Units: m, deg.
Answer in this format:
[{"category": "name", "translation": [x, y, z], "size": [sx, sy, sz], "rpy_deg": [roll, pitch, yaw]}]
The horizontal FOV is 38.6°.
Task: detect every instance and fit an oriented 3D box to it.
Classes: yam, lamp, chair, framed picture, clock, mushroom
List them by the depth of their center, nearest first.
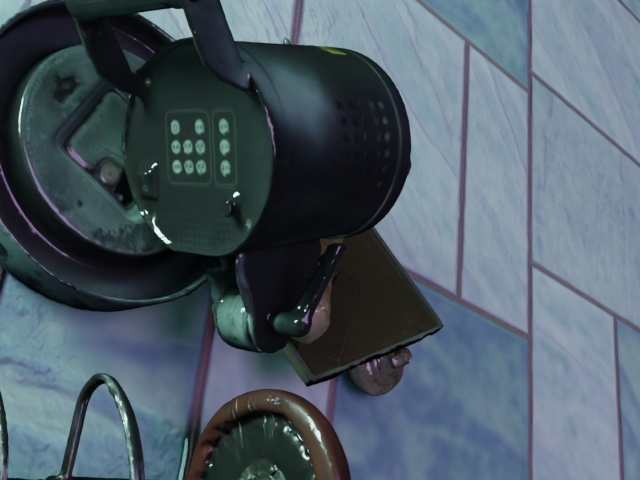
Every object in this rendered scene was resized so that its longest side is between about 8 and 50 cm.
[{"category": "chair", "translation": [-0.139, 0.219, 0.772], "size": [0.401, 0.227, 0.226], "rpy_deg": [17, 64, -43]}, {"category": "lamp", "translation": [-0.046, -0.104, 0.901], "size": [0.272, 0.205, 0.374], "rpy_deg": [-36, 119, -42]}, {"category": "clock", "translation": [-0.215, -0.085, 0.920], "size": [0.319, 0.066, 0.318], "rpy_deg": [18, 64, -42]}, {"category": "yam", "translation": [0.000, 0.000, 1.071], "size": [0.066, 0.066, 0.299], "rpy_deg": [46, 33, -25]}, {"category": "framed picture", "translation": [0.021, 0.061, 1.097], "size": [0.265, 0.018, 0.192], "rpy_deg": [-13, 61, -48]}, {"category": "mushroom", "translation": [0.077, 0.150, 1.132], "size": [0.085, 0.079, 0.085], "rpy_deg": [14, 70, -44]}]
